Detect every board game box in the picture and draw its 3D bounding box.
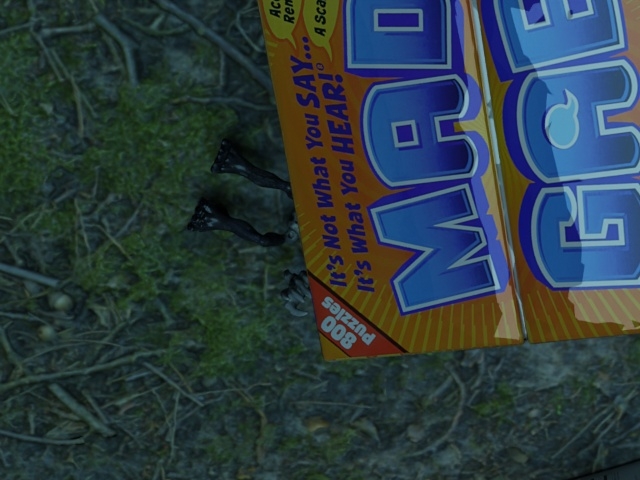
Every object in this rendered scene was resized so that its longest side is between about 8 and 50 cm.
[{"bbox_3d":[0.185,-0.125,1.397,0.356,0.356,0.356,-7,102,17],"label":"board game box"}]

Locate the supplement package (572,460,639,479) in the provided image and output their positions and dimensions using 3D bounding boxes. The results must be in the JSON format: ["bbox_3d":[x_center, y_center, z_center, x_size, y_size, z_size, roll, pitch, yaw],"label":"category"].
[{"bbox_3d":[0.291,0.420,1.808,0.263,0.198,0.199,-19,114,14],"label":"supplement package"}]

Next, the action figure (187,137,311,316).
[{"bbox_3d":[0.000,0.000,1.663,0.276,0.141,0.164,22,105,-4],"label":"action figure"}]
